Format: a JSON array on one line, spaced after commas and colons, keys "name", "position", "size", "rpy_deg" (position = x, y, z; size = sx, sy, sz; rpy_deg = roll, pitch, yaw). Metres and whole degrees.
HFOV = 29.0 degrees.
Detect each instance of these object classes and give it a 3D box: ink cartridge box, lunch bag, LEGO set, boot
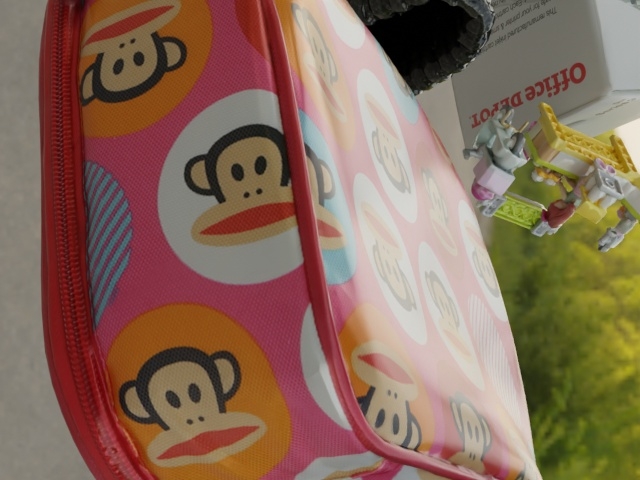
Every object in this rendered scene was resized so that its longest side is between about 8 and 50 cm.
[{"name": "ink cartridge box", "position": [0.214, -0.240, 1.160], "size": [0.211, 0.121, 0.289], "rpy_deg": [-22, -105, 57]}, {"name": "lunch bag", "position": [0.000, 0.000, 0.522], "size": [0.293, 0.120, 0.258], "rpy_deg": [44, 33, -58]}, {"name": "LEGO set", "position": [0.232, -0.004, 1.017], "size": [0.107, 0.287, 0.132], "rpy_deg": [-50, -167, 32]}, {"name": "boot", "position": [0.114, -0.282, 0.932], "size": [0.348, 0.131, 0.260], "rpy_deg": [119, -6, -56]}]
